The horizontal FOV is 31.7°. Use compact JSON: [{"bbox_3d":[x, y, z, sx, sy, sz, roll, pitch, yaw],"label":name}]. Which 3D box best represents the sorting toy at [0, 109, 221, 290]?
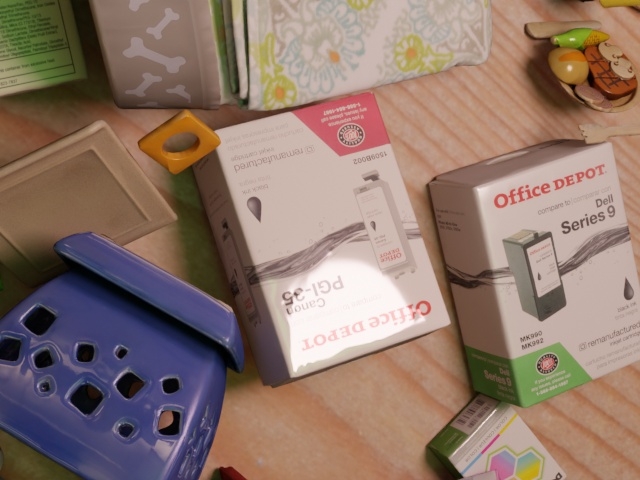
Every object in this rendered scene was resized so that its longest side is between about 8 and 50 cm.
[{"bbox_3d":[-0.263,-0.042,1.154,0.347,0.047,0.196,-25,146,4],"label":"sorting toy"}]

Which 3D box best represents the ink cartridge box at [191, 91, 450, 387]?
[{"bbox_3d":[0.000,0.000,1.270,0.207,0.117,0.283,-17,84,-21],"label":"ink cartridge box"}]

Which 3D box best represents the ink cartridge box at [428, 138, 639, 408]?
[{"bbox_3d":[0.279,0.035,1.426,0.211,0.121,0.289,-19,102,-20],"label":"ink cartridge box"}]

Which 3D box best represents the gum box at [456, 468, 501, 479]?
[{"bbox_3d":[0.158,0.366,1.405,0.188,0.062,0.107,-18,104,10],"label":"gum box"}]

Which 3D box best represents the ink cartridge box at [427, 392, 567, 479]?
[{"bbox_3d":[0.247,0.308,1.477,0.109,0.062,0.209,-43,110,-12],"label":"ink cartridge box"}]

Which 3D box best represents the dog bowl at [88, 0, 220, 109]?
[{"bbox_3d":[-0.185,-0.287,1.091,0.102,0.349,0.349,-14,101,-9],"label":"dog bowl"}]

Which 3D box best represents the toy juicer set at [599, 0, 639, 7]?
[{"bbox_3d":[0.360,-0.458,1.362,0.089,0.209,0.329,-9,110,23],"label":"toy juicer set"}]

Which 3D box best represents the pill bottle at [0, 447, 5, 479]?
[{"bbox_3d":[-0.396,0.221,1.178,0.108,0.108,0.180,-29,106,-17],"label":"pill bottle"}]

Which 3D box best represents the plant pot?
[{"bbox_3d":[-0.204,0.135,1.153,0.236,0.236,0.212,28,77,6],"label":"plant pot"}]

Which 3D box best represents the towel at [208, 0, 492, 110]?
[{"bbox_3d":[0.034,-0.325,1.223,0.374,0.090,0.321,-17,117,-30],"label":"towel"}]

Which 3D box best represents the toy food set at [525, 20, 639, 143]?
[{"bbox_3d":[0.348,-0.214,1.413,0.132,0.038,0.192,-9,61,-23],"label":"toy food set"}]

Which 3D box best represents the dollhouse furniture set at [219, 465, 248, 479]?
[{"bbox_3d":[-0.118,0.379,1.170,0.201,0.374,0.152,-18,100,-18],"label":"dollhouse furniture set"}]

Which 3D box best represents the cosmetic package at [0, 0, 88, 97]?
[{"bbox_3d":[-0.345,-0.291,1.129,0.153,0.129,0.296,-14,102,-19],"label":"cosmetic package"}]

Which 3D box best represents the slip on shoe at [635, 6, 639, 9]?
[{"bbox_3d":[0.563,-0.331,1.514,0.331,0.101,0.123,7,92,-24],"label":"slip on shoe"}]
